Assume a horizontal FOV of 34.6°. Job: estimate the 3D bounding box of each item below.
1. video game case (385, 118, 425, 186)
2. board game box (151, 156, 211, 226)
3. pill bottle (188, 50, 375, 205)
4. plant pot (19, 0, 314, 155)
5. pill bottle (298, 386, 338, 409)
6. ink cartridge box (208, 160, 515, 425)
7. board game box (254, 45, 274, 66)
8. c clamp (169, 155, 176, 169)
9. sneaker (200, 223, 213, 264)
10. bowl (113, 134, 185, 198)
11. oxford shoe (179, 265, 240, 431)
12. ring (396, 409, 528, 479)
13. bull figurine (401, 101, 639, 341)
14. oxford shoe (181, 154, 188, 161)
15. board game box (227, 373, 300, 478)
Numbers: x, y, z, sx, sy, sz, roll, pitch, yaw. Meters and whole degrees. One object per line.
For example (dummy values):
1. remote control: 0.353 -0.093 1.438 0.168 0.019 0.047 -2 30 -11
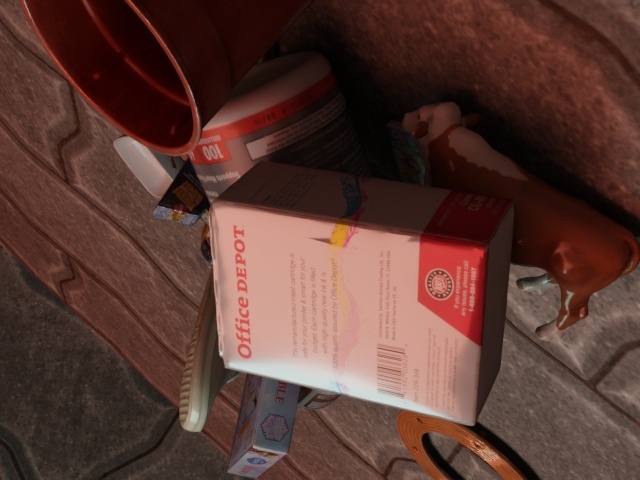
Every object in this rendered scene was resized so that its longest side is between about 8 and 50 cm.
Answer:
1. video game case: 0.160 -0.082 1.284 0.166 0.015 0.119 25 150 36
2. board game box: -0.152 -0.072 1.571 0.194 0.194 0.060 45 156 -2
3. pill bottle: -0.025 -0.040 1.324 0.210 0.210 0.362 5 123 55
4. plant pot: -0.143 -0.280 1.130 0.272 0.265 0.272 35 154 20
5. pill bottle: -0.006 0.255 1.965 0.121 0.121 0.216 43 156 3
6. ink cartridge box: 0.046 0.051 1.133 0.306 0.131 0.226 12 120 21
7. board game box: -0.170 -0.304 1.417 0.259 0.039 0.124 34 154 16
8. c clamp: -0.248 -0.210 1.671 0.137 0.022 0.160 65 159 16
9. sneaker: -0.102 0.033 1.675 0.296 0.131 0.111 -121 45 -57
10. bowl: -0.298 -0.145 1.858 0.142 0.053 0.142 53 155 -21
11. oxford shoe: -0.149 0.147 1.743 0.130 0.449 0.169 20 123 -6
12. ring: 0.281 0.421 1.897 0.337 0.032 0.336 35 155 19
13. bull figurine: 0.202 -0.025 1.167 0.310 0.101 0.188 34 135 13
14. oxford shoe: -0.144 -0.105 1.686 0.212 0.076 0.076 47 -174 -12
15. board game box: -0.089 0.252 1.873 0.066 0.318 0.318 14 158 -8
